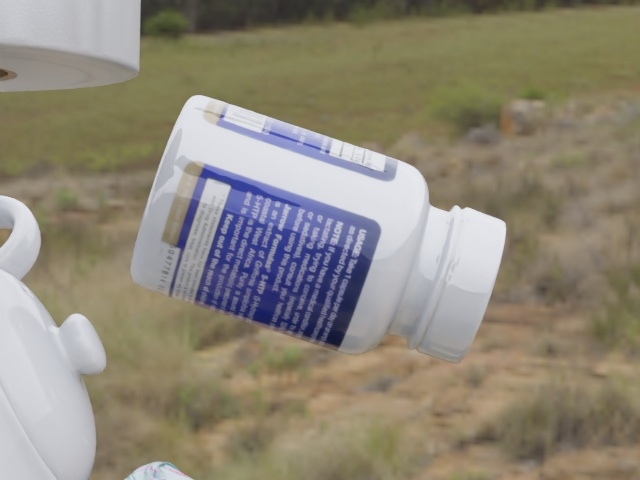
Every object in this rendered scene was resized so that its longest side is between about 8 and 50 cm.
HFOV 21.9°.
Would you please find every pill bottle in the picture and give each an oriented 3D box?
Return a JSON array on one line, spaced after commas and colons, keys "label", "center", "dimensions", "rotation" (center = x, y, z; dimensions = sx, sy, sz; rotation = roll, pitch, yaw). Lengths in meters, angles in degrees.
[{"label": "pill bottle", "center": [0.000, 0.000, 0.904], "dimensions": [0.186, 0.112, 0.112], "rotation": [19, 4, -1]}]

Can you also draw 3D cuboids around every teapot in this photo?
[{"label": "teapot", "center": [-0.200, 0.085, 0.846], "dimensions": [0.187, 0.256, 0.252], "rotation": [-26, -11, -3]}]

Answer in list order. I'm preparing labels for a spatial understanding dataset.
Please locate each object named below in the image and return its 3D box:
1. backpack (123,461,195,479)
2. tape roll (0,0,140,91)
[{"label": "backpack", "center": [-0.069, 0.222, 0.999], "dimensions": [0.182, 0.115, 0.152], "rotation": [37, -8, 3]}, {"label": "tape roll", "center": [-0.203, -0.162, 0.764], "dimensions": [0.246, 0.169, 0.246], "rotation": [2, -1, 0]}]
